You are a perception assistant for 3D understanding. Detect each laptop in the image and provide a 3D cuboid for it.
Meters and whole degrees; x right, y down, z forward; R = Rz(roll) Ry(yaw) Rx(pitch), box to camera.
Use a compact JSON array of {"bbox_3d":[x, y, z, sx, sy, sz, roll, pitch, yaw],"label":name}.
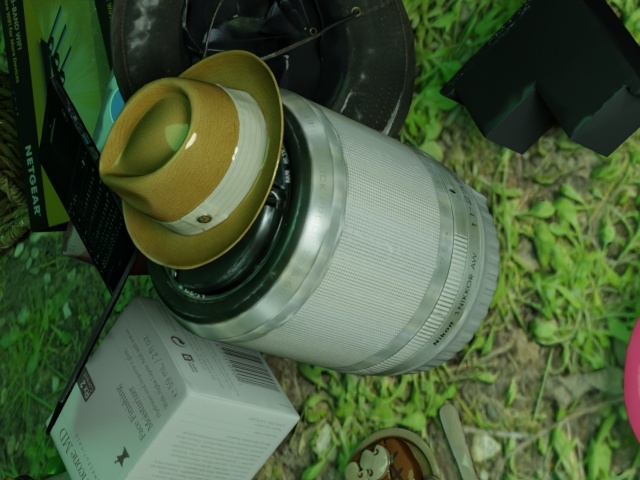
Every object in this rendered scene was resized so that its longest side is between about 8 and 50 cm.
[{"bbox_3d":[-0.251,0.023,1.275,0.264,0.137,0.234,61,160,6],"label":"laptop"}]

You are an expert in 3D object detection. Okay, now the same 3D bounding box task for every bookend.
[{"bbox_3d":[0.209,-0.123,1.190,0.156,0.072,0.157,-46,50,25],"label":"bookend"}]

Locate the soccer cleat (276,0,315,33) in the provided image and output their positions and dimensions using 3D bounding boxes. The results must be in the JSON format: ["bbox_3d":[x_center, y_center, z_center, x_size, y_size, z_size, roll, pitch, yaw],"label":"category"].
[{"bbox_3d":[0.011,-0.239,1.409,0.289,0.093,0.121,-52,49,18],"label":"soccer cleat"}]

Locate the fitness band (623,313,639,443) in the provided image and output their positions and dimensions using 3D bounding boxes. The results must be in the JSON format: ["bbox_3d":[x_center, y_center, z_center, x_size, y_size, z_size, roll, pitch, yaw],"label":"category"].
[{"bbox_3d":[0.349,0.063,1.009,0.291,0.054,0.209,-57,43,12],"label":"fitness band"}]

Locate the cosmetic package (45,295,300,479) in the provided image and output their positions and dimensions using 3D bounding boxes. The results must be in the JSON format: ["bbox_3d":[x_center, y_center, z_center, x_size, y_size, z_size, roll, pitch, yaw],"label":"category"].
[{"bbox_3d":[-0.152,0.182,1.381,0.183,0.151,0.151,-53,45,18],"label":"cosmetic package"}]

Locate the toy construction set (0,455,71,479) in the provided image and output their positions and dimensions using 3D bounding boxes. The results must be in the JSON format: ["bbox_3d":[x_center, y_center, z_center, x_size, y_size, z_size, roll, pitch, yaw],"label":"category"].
[{"bbox_3d":[-0.274,0.375,1.432,0.309,0.257,0.237,124,158,-47],"label":"toy construction set"}]

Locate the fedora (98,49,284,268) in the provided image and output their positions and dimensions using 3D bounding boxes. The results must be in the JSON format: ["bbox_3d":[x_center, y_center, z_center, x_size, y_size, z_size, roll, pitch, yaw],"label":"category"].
[{"bbox_3d":[-0.116,-0.073,1.088,0.194,0.079,0.194,-17,65,41],"label":"fedora"}]

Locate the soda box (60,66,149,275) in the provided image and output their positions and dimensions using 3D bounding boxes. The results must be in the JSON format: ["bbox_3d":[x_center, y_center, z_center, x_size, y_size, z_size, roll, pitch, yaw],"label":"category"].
[{"bbox_3d":[-0.188,-0.097,1.444,0.083,0.092,0.263,18,94,14],"label":"soda box"}]

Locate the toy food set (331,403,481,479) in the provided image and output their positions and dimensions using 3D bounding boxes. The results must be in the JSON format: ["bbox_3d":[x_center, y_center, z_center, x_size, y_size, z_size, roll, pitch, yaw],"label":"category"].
[{"bbox_3d":[0.059,0.235,1.239,0.192,0.038,0.132,-38,53,29],"label":"toy food set"}]

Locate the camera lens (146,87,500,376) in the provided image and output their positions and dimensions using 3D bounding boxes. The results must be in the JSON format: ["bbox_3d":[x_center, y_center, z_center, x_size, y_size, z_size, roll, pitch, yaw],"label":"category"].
[{"bbox_3d":[0.000,0.000,1.207,0.219,0.274,0.219,-16,65,40],"label":"camera lens"}]

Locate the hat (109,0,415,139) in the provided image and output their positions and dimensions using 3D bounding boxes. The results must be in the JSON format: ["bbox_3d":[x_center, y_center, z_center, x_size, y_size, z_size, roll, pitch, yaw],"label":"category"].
[{"bbox_3d":[-0.074,-0.190,1.331,0.134,0.331,0.331,21,91,60],"label":"hat"}]

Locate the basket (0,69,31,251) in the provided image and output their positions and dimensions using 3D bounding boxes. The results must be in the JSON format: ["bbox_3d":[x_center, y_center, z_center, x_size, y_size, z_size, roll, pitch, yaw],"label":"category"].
[{"bbox_3d":[-0.535,-0.085,1.803,0.299,0.213,0.223,-29,57,35],"label":"basket"}]

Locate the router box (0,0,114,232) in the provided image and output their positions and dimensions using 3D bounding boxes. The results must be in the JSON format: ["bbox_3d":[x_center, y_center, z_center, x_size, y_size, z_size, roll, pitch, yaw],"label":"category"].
[{"bbox_3d":[-0.261,-0.180,1.607,0.243,0.081,0.308,-14,83,41],"label":"router box"}]
